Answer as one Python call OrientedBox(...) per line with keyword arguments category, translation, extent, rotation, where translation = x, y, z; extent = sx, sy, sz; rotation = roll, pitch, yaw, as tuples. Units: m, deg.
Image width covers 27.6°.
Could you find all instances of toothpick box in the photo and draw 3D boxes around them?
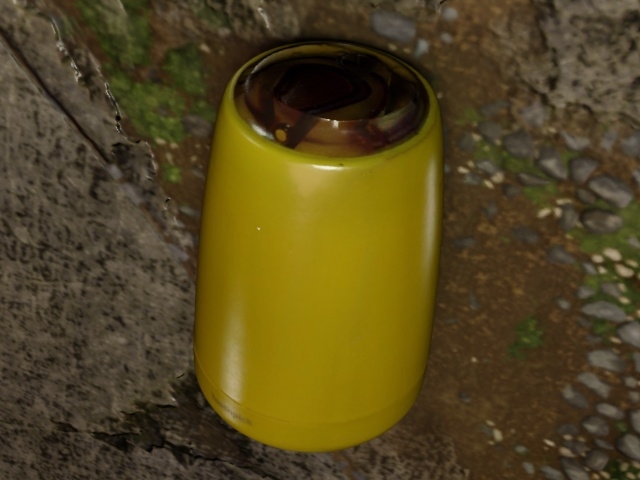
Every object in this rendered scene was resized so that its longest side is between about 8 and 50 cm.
OrientedBox(category="toothpick box", translation=(0.000, 0.000, 0.894), extent=(0.175, 0.175, 0.271), rotation=(16, 132, 12))
